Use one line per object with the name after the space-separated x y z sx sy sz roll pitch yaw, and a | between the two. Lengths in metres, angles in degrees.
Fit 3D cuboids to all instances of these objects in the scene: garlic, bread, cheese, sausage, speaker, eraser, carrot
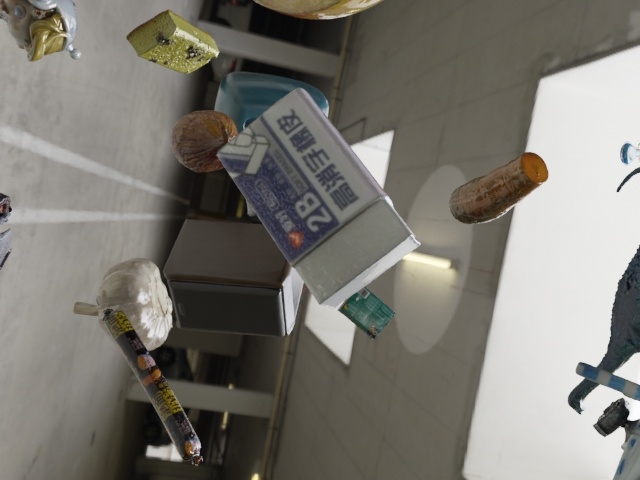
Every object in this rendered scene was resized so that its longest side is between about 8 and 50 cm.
-0.453 0.154 1.501 0.218 0.211 0.219 -10 90 -80 | garlic
-0.401 -0.547 1.874 0.077 0.138 0.361 60 12 0 | bread
0.604 -0.169 1.291 0.017 0.111 0.047 8 -77 44 | cheese
-0.177 0.148 0.696 0.025 0.028 0.198 -46 -113 23 | sausage
-0.158 0.070 1.277 0.193 0.230 0.153 -77 169 -49 | speaker
-0.004 -0.046 0.718 0.210 0.124 0.068 55 6 19 | eraser
0.492 -0.134 1.869 0.302 0.138 0.139 -33 -134 56 | carrot

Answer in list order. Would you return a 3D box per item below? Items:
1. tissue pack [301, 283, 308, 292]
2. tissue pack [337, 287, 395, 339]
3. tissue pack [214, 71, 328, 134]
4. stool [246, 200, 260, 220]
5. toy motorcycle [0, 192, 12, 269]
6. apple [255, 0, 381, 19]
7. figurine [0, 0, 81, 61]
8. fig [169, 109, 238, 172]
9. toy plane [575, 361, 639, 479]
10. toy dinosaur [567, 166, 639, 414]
0.000 0.000 1.668 0.332 0.123 0.245 -25 -144 26 | tissue pack
0.107 0.169 1.595 0.085 0.111 0.079 -50 180 -8 | tissue pack
-0.124 -0.310 1.701 0.206 0.287 0.198 -111 -147 -54 | tissue pack
-0.035 -0.108 1.027 0.228 0.153 0.139 -17 -97 58 | stool
-0.565 0.027 1.091 0.215 0.080 0.122 -61 -174 16 | toy motorcycle
0.012 -0.497 1.095 0.309 0.314 0.252 52 -22 15 | apple
-0.531 -0.465 1.204 0.193 0.133 0.274 -29 -93 43 | figurine
-0.213 -0.205 1.376 0.201 0.146 0.134 8 -56 51 | fig
0.260 0.198 0.533 0.273 0.181 0.107 -63 167 -8 | toy plane
0.442 0.086 0.889 0.076 0.147 0.363 -70 168 -70 | toy dinosaur
